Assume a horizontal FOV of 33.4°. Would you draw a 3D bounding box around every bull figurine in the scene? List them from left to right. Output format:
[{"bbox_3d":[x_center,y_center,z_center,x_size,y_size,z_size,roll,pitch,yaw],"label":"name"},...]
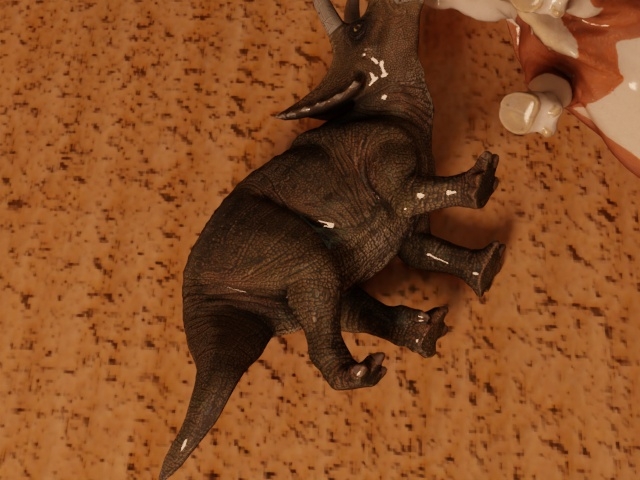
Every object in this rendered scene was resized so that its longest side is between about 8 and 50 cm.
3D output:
[{"bbox_3d":[0.177,-0.086,0.581,0.310,0.101,0.188,35,31,13],"label":"bull figurine"}]

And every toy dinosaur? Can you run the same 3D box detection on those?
[{"bbox_3d":[0.000,0.000,0.595,0.160,0.121,0.313,25,73,29],"label":"toy dinosaur"}]
